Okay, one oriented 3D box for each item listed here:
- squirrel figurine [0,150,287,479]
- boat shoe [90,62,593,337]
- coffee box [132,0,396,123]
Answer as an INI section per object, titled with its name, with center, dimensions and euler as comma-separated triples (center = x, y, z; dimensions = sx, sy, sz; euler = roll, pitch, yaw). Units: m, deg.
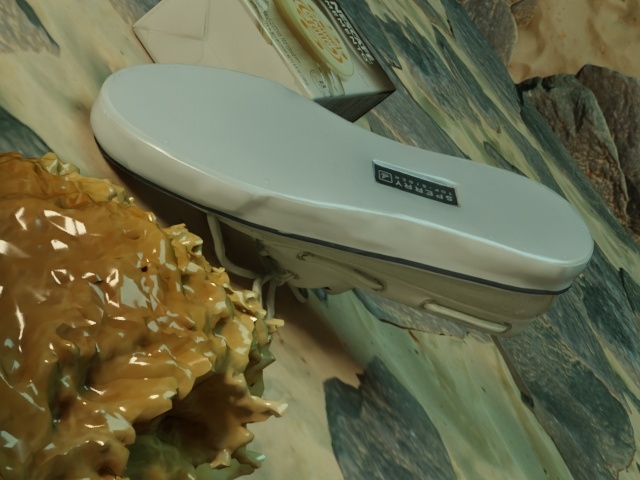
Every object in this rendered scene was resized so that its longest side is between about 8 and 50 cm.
[squirrel figurine]
center = -0.189, -0.027, 0.358
dimensions = 0.370, 0.281, 0.397
euler = -95, 159, -71
[boat shoe]
center = 0.001, -0.005, 0.836
dimensions = 0.367, 0.156, 0.136
euler = 15, 40, -15
[coffee box]
center = -0.039, -0.159, 1.016
dimensions = 0.141, 0.098, 0.246
euler = 56, 21, 3
